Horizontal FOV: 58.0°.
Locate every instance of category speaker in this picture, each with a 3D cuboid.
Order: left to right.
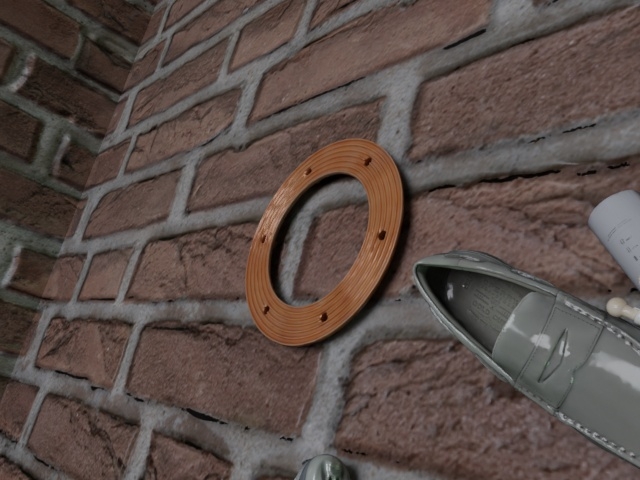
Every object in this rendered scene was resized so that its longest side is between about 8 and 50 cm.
[{"bbox_3d":[0.292,0.018,0.500,0.055,0.055,0.136,-43,41,24],"label":"speaker"}]

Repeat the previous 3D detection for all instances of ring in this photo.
[{"bbox_3d":[0.000,0.000,0.883,0.336,0.032,0.336,-27,50,37],"label":"ring"}]

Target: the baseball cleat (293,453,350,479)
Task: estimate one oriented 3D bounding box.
[{"bbox_3d":[-0.001,0.352,0.649,0.109,0.072,0.206,-41,37,50],"label":"baseball cleat"}]

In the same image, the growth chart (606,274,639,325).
[{"bbox_3d":[0.352,0.000,0.413,0.237,0.021,0.172,-49,44,-4],"label":"growth chart"}]

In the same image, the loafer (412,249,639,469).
[{"bbox_3d":[0.199,0.097,0.506,0.319,0.111,0.112,36,110,54],"label":"loafer"}]
